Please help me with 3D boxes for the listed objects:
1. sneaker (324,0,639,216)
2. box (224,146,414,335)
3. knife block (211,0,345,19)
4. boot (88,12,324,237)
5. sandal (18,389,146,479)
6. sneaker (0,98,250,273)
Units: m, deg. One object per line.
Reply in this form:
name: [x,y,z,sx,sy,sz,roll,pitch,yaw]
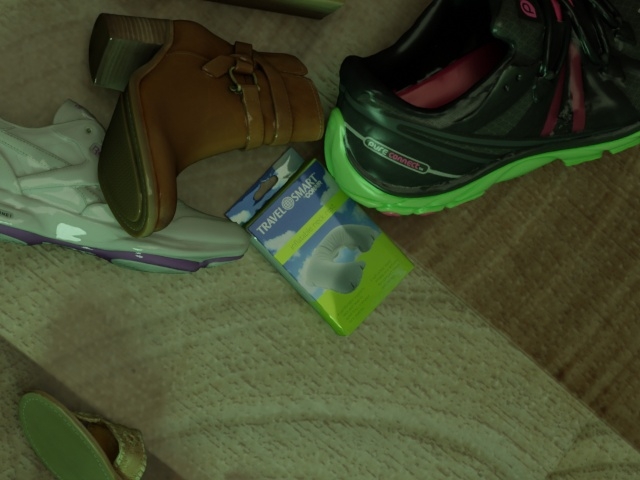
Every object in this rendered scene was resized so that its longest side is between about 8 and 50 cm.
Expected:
sneaker: [0.227,-0.188,1.518,0.482,0.185,0.202,-27,139,-16]
box: [0.000,0.000,1.547,0.178,0.042,0.109,46,77,-10]
knife block: [-0.143,-0.285,1.493,0.242,0.088,0.276,-39,99,-13]
boot: [-0.103,-0.105,1.437,0.220,0.283,0.109,8,129,-24]
sandal: [-0.202,0.223,1.476,0.240,0.088,0.079,55,44,-14]
sneaker: [-0.208,-0.054,1.452,0.305,0.114,0.152,14,80,-16]
